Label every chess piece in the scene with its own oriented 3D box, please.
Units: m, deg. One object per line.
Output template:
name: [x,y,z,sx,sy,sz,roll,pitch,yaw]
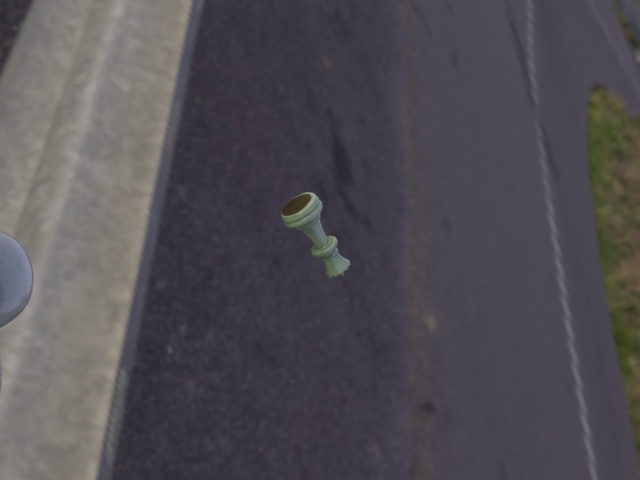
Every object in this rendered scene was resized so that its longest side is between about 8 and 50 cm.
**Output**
chess piece: [0.000,0.000,1.247,0.093,0.042,0.042,58,20,-25]

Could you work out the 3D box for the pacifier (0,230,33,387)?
pacifier: [-0.320,0.065,1.077,0.207,0.227,0.279,-34,125,-55]
